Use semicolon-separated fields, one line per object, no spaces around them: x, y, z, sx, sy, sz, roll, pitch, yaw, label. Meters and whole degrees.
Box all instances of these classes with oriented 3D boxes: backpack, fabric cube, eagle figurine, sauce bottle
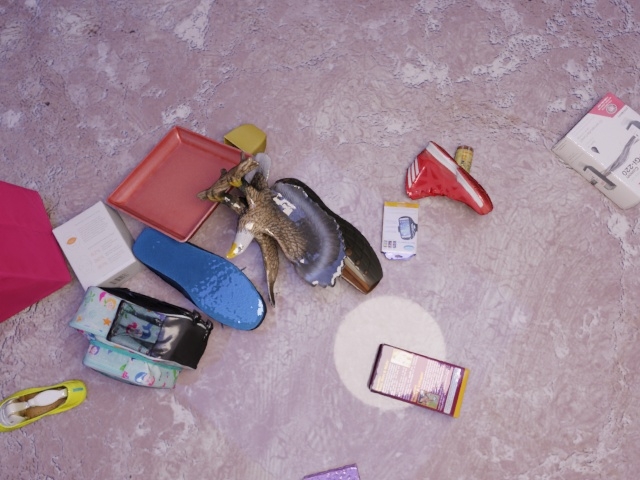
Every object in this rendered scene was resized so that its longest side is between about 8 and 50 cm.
-0.384;0.196;1.080;0.254;0.225;0.191;22;75;13;backpack
-0.754;0.027;1.101;0.254;0.258;0.259;-29;77;8;fabric cube
-0.110;-0.022;1.077;0.225;0.226;0.298;-45;110;-1;eagle figurine
0.328;-0.157;1.213;0.042;0.042;0.128;11;82;6;sauce bottle

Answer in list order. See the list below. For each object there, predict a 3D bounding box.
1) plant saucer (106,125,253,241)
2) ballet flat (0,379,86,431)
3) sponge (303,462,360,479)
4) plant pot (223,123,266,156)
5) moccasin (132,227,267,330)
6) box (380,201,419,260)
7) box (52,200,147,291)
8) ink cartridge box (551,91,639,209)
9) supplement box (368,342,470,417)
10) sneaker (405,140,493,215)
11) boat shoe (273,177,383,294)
-0.316;-0.129;1.192;0.258;0.047;0.259;24;67;25;plant saucer
-0.630;0.358;1.130;0.231;0.077;0.077;-18;78;-1;ballet flat
0.046;0.582;1.066;0.117;0.031;0.210;-15;77;0;sponge
-0.173;-0.230;1.239;0.081;0.081;0.083;37;67;10;plant pot
-0.254;0.077;1.156;0.342;0.117;0.137;37;81;14;moccasin
0.183;-0.020;1.198;0.081;0.028;0.136;4;80;4;box
-0.502;0.020;1.192;0.130;0.091;0.170;-33;78;-4;box
0.674;-0.202;1.179;0.158;0.092;0.218;-44;80;-7;ink cartridge box
0.205;0.294;1.096;0.188;0.081;0.104;16;79;6;supplement box
0.280;-0.110;1.171;0.128;0.087;0.221;-47;54;23;sneaker
0.000;0.000;1.165;0.324;0.123;0.120;46;121;16;boat shoe
